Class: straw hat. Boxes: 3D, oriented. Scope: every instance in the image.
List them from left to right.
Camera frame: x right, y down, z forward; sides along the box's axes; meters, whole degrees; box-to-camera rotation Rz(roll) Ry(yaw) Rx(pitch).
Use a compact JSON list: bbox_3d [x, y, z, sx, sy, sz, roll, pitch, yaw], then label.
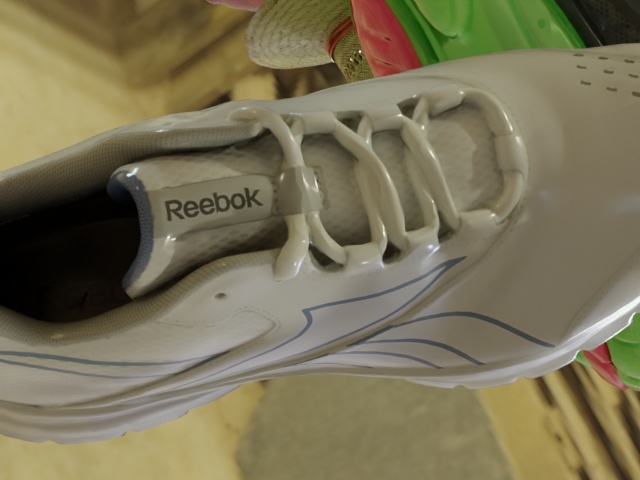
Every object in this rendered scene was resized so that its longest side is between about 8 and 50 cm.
[{"bbox_3d":[0.040,-0.098,0.811,0.061,0.144,0.144,64,19,14],"label":"straw hat"}]

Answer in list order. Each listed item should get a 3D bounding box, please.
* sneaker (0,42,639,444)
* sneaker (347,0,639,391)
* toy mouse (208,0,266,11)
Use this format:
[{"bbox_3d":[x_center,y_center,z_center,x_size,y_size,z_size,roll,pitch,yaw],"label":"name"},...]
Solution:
[{"bbox_3d":[0.000,0.000,0.538,0.129,0.297,0.111,60,13,-76],"label":"sneaker"},{"bbox_3d":[0.098,-0.163,0.663,0.185,0.202,0.483,29,-30,47],"label":"sneaker"},{"bbox_3d":[-0.044,-0.168,0.828,0.031,0.143,0.161,17,-56,58],"label":"toy mouse"}]
